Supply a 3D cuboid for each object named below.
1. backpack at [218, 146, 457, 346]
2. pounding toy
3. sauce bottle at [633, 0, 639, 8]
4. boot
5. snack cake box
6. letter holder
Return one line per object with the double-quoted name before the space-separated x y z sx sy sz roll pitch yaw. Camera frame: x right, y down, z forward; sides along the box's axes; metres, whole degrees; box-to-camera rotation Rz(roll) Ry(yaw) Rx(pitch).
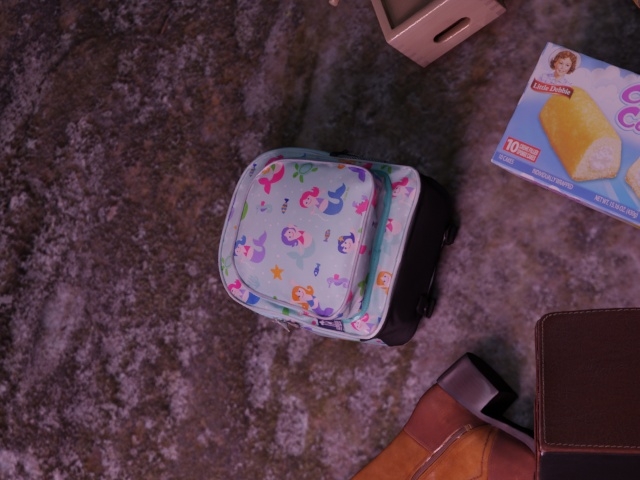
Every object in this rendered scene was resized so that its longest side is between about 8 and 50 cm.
"backpack" 0.000 0.000 1.567 0.253 0.191 0.225 14 88 36
"pounding toy" 0.106 -0.321 1.626 0.181 0.094 0.206 -33 56 25
"sauce bottle" 0.379 -0.304 1.449 0.111 0.111 0.344 -41 62 16
"boot" 0.146 0.306 1.465 0.280 0.096 0.264 -50 61 13
"snack cake box" 0.340 -0.098 1.442 0.264 0.089 0.152 26 94 31
"letter holder" 0.361 0.185 1.297 0.302 0.152 0.214 0 38 8
